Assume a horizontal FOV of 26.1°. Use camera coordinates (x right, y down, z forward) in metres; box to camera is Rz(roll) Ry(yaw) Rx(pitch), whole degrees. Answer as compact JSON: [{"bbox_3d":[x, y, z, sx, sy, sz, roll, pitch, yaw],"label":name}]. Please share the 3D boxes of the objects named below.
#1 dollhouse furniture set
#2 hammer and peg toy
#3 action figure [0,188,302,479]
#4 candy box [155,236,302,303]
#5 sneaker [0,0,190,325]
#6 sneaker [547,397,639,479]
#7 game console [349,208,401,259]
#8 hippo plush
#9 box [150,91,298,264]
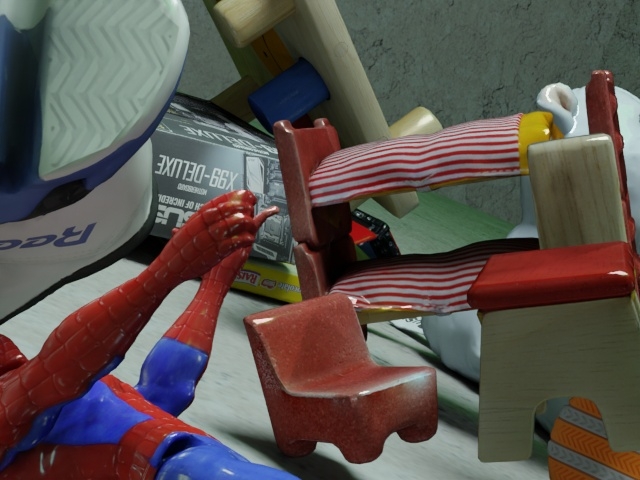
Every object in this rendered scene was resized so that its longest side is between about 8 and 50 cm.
[{"bbox_3d":[0.064,-0.001,0.720,0.201,0.152,0.374,-8,4,13],"label":"dollhouse furniture set"},{"bbox_3d":[-0.009,-0.121,1.136,0.266,0.127,0.361,41,-17,49],"label":"hammer and peg toy"},{"bbox_3d":[-0.003,0.045,0.387,0.280,0.139,0.091,15,-17,31],"label":"action figure"},{"bbox_3d":[-0.080,-0.001,1.056,0.105,0.027,0.206,18,8,-30],"label":"candy box"},{"bbox_3d":[-0.196,-0.025,0.490,0.316,0.127,0.182,4,-27,4],"label":"sneaker"},{"bbox_3d":[0.283,0.151,0.677,0.321,0.124,0.180,29,10,41],"label":"sneaker"},{"bbox_3d":[0.000,0.000,1.397,0.144,0.085,0.124,29,-22,40],"label":"game console"},{"bbox_3d":[0.207,0.014,1.011,0.294,0.236,0.234,29,9,38],"label":"hippo plush"},{"bbox_3d":[-0.179,-0.077,0.984,0.308,0.076,0.242,13,11,-29],"label":"box"}]
